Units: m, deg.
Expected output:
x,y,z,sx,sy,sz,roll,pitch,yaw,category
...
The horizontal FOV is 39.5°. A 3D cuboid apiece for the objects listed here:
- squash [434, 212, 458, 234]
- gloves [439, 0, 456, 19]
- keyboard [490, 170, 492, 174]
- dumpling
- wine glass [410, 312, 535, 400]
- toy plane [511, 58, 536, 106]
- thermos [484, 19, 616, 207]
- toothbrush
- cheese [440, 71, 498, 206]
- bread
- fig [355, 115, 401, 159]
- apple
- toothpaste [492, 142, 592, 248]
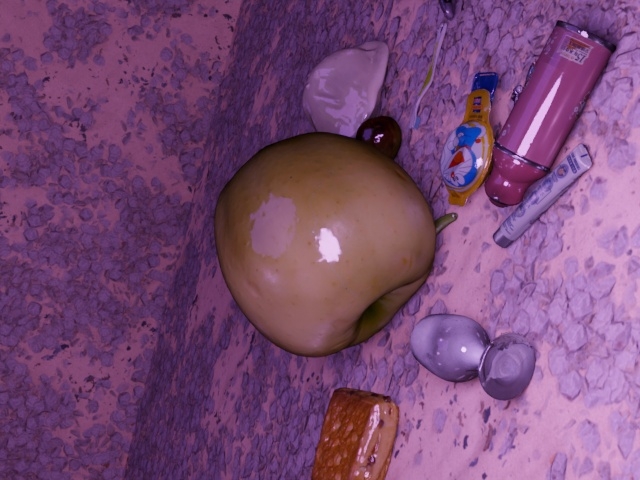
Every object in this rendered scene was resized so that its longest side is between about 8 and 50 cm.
x,y,z,sx,sy,sz,roll,pitch,yaw,category
0.254,-0.036,1.855,0.089,0.027,0.027,-43,39,47,squash
0.250,-0.597,2.082,0.285,0.142,0.119,-114,17,-54,gloves
0.347,-0.156,1.742,0.198,0.010,0.063,44,117,63,keyboard
0.060,-0.361,2.268,0.318,0.187,0.243,-56,27,30,dumpling
0.262,0.199,1.578,0.241,0.126,0.126,16,90,64,wine glass
0.375,-0.240,1.658,0.135,0.062,0.188,-23,-46,-80,toy plane
0.381,-0.211,1.561,0.330,0.109,0.136,-64,16,14,thermos
0.250,-0.383,2.070,0.022,0.026,0.263,16,90,60,toothbrush
0.300,-0.201,1.768,0.177,0.069,0.270,19,96,67,cheese
0.077,0.433,1.874,0.210,0.099,0.235,-4,67,63,bread
0.143,-0.218,2.127,0.109,0.103,0.154,-7,103,25,fig
0.000,0.000,1.836,0.473,0.474,0.473,-44,38,49,apple
0.389,-0.073,1.568,0.239,0.039,0.062,-52,29,37,toothpaste
